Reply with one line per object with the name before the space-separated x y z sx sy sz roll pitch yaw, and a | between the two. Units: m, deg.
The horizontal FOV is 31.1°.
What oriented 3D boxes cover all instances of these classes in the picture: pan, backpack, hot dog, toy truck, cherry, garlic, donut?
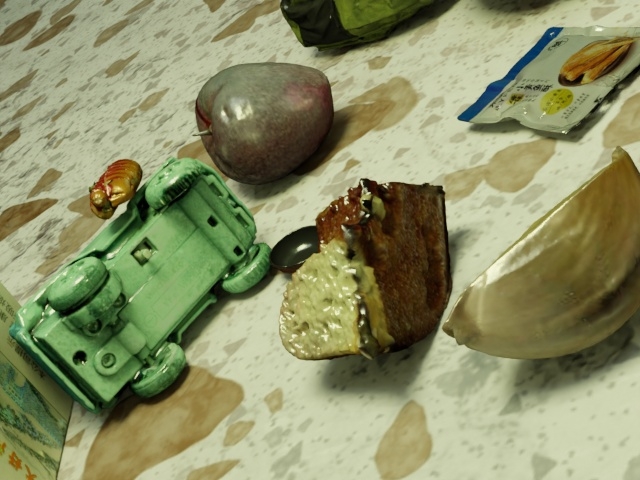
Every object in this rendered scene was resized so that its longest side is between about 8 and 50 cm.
pan | 0.001 0.000 1.212 0.115 0.023 0.068 -31 30 0
backpack | 0.071 -0.367 1.581 0.253 0.140 0.207 -5 41 42
hot dog | -0.220 -0.056 1.223 0.062 0.038 0.144 -42 12 7
toy truck | -0.188 0.043 1.223 0.279 0.155 0.156 -50 22 -25
cherry | -0.070 -0.147 1.402 0.176 0.140 0.176 -6 27 3
garlic | 0.190 0.030 0.873 0.195 0.101 0.087 -43 -4 0
donut | 0.042 0.035 1.029 0.126 0.144 0.187 -19 62 40

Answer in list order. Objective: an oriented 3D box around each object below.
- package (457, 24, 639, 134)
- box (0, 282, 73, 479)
package | 0.248 -0.169 1.196 0.171 0.027 0.173 -46 33 -19
box | -0.335 0.169 1.171 0.069 0.164 0.256 -27 29 13
